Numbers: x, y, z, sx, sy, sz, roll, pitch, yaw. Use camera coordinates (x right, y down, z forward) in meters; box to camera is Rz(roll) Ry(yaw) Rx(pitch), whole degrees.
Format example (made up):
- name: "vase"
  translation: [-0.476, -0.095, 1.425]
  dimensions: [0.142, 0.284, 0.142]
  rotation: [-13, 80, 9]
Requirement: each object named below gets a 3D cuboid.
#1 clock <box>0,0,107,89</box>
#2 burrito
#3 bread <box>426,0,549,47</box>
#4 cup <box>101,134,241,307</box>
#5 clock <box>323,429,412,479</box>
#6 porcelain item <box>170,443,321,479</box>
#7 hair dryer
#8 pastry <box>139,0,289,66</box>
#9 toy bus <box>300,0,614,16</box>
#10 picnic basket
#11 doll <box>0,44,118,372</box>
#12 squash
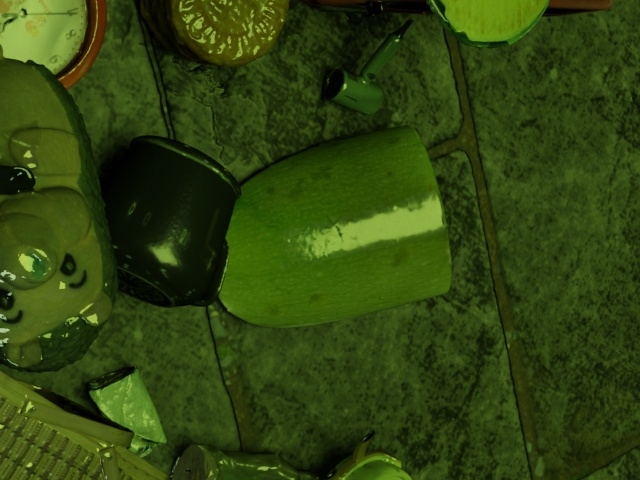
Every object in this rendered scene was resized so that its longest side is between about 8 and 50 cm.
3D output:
- name: "clock"
  translation: [-0.337, -0.256, 1.751]
  dimensions: [0.205, 0.051, 0.205]
  rotation: [-5, 100, -33]
- name: "burrito"
  translation: [-0.234, 0.213, 1.891]
  dimensions: [0.074, 0.044, 0.118]
  rotation: [-32, 111, -32]
- name: "bread"
  translation: [0.201, -0.342, 1.860]
  dimensions: [0.228, 0.033, 0.229]
  rotation: [-6, 100, -37]
- name: "cup"
  translation: [-0.177, -0.012, 1.843]
  dimensions: [0.223, 0.169, 0.177]
  rotation: [44, 62, -50]
- name: "clock"
  translation: [0.058, 0.357, 2.080]
  dimensions: [0.170, 0.069, 0.232]
  rotation: [-40, 131, -26]
- name: "porcelain item"
  translation: [-0.083, 0.303, 1.997]
  dimensions: [0.215, 0.069, 0.081]
  rotation: [9, 114, -39]
- name: "hair dryer"
  translation: [0.074, -0.230, 2.015]
  dimensions: [0.071, 0.047, 0.150]
  rotation: [18, 125, -38]
- name: "pastry"
  translation: [-0.126, -0.303, 1.867]
  dimensions: [0.188, 0.103, 0.189]
  rotation: [-5, 98, -36]
- name: "toy bus"
  translation: [0.180, -0.385, 2.000]
  dimensions: [0.426, 0.233, 0.203]
  rotation: [-4, 99, -36]
- name: "picnic basket"
  translation: [-0.342, 0.232, 1.705]
  dimensions: [0.313, 0.228, 0.175]
  rotation: [38, 76, -32]
- name: "doll"
  translation: [-0.334, -0.031, 1.619]
  dimensions: [0.247, 0.247, 0.350]
  rotation: [-19, 80, -33]
- name: "squash"
  translation: [0.000, 0.000, 2.027]
  dimensions: [0.308, 0.210, 0.234]
  rotation: [-14, 107, -5]
